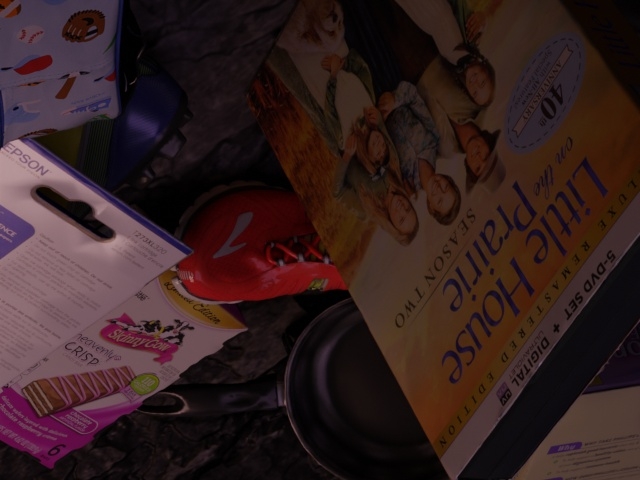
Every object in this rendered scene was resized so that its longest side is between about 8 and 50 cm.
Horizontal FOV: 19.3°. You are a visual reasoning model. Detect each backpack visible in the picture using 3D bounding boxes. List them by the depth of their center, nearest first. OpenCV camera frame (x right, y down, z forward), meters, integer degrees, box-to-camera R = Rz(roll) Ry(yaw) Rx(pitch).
[{"bbox_3d":[-0.215,-0.184,1.200,0.213,0.277,0.263,-17,148,-7],"label":"backpack"}]

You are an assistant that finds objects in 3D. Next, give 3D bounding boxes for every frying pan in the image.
[{"bbox_3d":[0.009,0.160,1.719,0.326,0.053,0.197,-23,103,16],"label":"frying pan"}]

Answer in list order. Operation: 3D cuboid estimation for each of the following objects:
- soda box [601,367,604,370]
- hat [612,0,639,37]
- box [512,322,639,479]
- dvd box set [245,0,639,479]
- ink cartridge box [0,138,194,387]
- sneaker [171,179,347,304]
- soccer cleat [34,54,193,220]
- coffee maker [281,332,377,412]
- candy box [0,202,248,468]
[{"bbox_3d":[0.177,0.039,1.719,0.069,0.216,0.074,-29,143,1],"label":"soda box"},{"bbox_3d":[0.227,-0.088,1.580,0.331,0.331,0.134,-3,158,-30],"label":"hat"},{"bbox_3d":[0.267,0.178,1.887,0.213,0.117,0.243,-6,138,-26],"label":"box"},{"bbox_3d":[0.102,-0.078,1.373,0.062,0.420,0.308,5,133,-36],"label":"dvd box set"},{"bbox_3d":[-0.279,0.032,1.439,0.175,0.069,0.371,36,130,-29],"label":"ink cartridge box"},{"bbox_3d":[0.000,0.000,1.627,0.279,0.118,0.107,-7,98,-36],"label":"sneaker"},{"bbox_3d":[-0.227,-0.050,1.497,0.121,0.093,0.289,40,114,-19],"label":"soccer cleat"},{"bbox_3d":[0.076,0.109,1.828,0.178,0.120,0.171,-32,151,4],"label":"coffee maker"},{"bbox_3d":[-0.203,0.089,1.661,0.233,0.071,0.159,-36,141,10],"label":"candy box"}]
